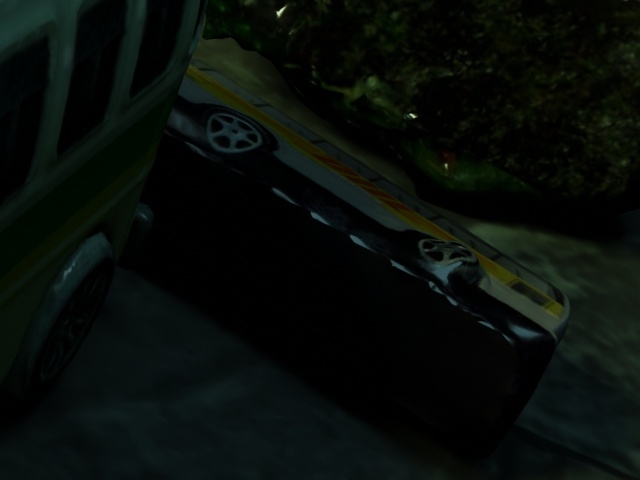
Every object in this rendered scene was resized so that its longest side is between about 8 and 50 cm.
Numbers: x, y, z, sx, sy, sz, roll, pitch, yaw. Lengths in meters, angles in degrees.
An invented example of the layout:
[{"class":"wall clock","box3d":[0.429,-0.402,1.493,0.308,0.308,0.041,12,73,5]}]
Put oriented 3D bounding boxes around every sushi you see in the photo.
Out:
[{"class":"sushi","box3d":[0.060,-0.095,0.653,0.225,0.127,0.124,27,28,-10]}]

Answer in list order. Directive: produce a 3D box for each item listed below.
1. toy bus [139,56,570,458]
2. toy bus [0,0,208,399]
[{"class":"toy bus","box3d":[0.000,0.000,0.523,0.172,0.057,0.072,33,20,13]},{"class":"toy bus","box3d":[-0.126,-0.021,0.343,0.134,0.164,0.276,27,28,5]}]
